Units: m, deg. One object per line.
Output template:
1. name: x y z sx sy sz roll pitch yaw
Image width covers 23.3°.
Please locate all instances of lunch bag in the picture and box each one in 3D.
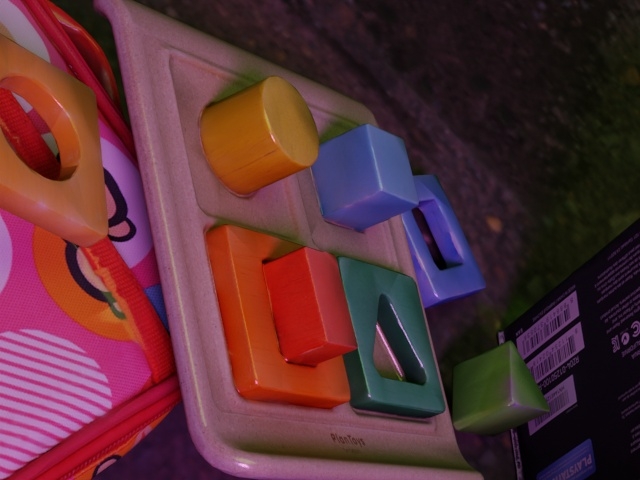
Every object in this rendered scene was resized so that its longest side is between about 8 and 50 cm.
1. lunch bag: -0.174 -0.023 0.577 0.258 0.120 0.293 -30 81 -43

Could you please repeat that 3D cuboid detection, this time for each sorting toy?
1. sorting toy: 0.000 0.000 0.604 0.347 0.047 0.196 16 52 -55

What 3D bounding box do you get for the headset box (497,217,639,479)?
1. headset box: 0.268 0.064 0.693 0.283 0.246 0.131 12 56 -26
